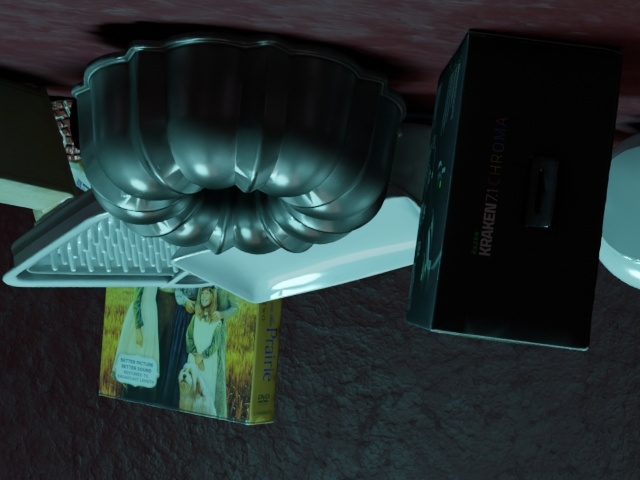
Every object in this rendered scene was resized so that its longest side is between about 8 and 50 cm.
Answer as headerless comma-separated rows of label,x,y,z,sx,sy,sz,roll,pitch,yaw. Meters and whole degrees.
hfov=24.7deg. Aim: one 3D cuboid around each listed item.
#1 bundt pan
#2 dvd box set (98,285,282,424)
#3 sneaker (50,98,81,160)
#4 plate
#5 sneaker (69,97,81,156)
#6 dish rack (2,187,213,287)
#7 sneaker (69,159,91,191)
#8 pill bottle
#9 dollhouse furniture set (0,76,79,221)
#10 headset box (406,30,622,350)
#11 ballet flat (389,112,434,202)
bundt pan,-0.081,-0.075,1.419,0.331,0.124,0.331,3,160,1
dvd box set,-0.184,0.038,2.129,0.308,0.420,0.062,6,-178,37
sneaker,-0.378,-0.167,2.064,0.225,0.088,0.093,1,-155,20
plate,0.000,0.000,1.686,0.278,0.045,0.277,-15,163,15
sneaker,-0.155,-0.126,1.689,0.314,0.116,0.136,5,179,36
dish rack,-0.180,-0.016,1.715,0.333,0.072,0.285,1,162,-40
sneaker,-0.327,-0.095,2.128,0.296,0.112,0.131,28,151,49
pill bottle,0.405,-0.026,1.635,0.181,0.181,0.323,6,178,26
dollhouse furniture set,-0.550,-0.060,1.851,0.394,0.362,0.256,-27,162,23
headset box,0.161,-0.036,1.269,0.131,0.246,0.283,8,177,0
ballet flat,-0.016,-0.098,1.788,0.400,0.139,0.139,6,178,27
